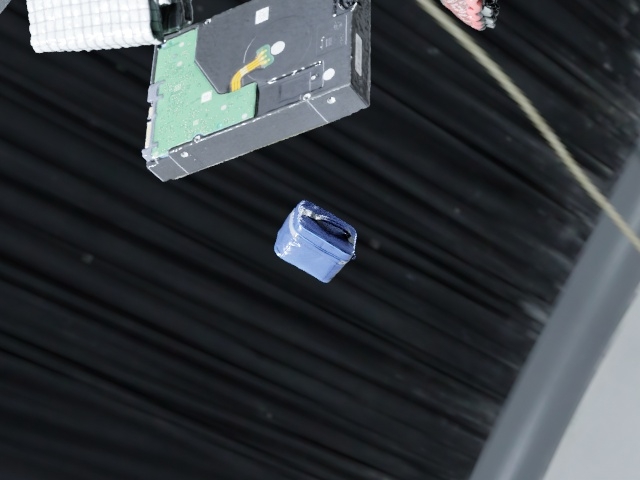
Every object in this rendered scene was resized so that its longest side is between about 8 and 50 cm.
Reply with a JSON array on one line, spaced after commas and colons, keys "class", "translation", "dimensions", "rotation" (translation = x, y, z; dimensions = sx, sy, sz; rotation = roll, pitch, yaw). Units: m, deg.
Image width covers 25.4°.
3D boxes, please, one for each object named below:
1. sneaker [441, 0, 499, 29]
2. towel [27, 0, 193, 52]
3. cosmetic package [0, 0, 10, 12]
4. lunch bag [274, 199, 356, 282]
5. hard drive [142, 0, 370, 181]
[{"class": "sneaker", "translation": [0.158, -0.353, 1.797], "dimensions": [0.135, 0.276, 0.098], "rotation": [14, 79, 23]}, {"class": "towel", "translation": [-0.309, -0.418, 2.057], "dimensions": [0.235, 0.121, 0.284], "rotation": [-3, 98, 29]}, {"class": "cosmetic package", "translation": [-0.421, -0.298, 1.458], "dimensions": [0.138, 0.225, 0.224], "rotation": [31, 75, 14]}, {"class": "lunch bag", "translation": [0.000, 0.000, 1.781], "dimensions": [0.065, 0.098, 0.067], "rotation": [-52, 17, 34]}, {"class": "hard drive", "translation": [-0.088, -0.233, 1.968], "dimensions": [0.338, 0.064, 0.237], "rotation": [-18, 50, 24]}]
